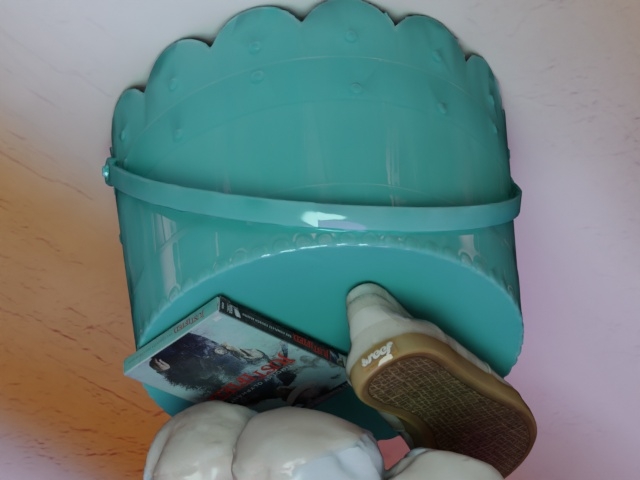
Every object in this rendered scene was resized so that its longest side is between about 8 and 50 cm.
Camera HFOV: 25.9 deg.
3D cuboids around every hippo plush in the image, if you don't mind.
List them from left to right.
[{"bbox_3d":[-0.012,0.243,0.824,0.234,0.236,0.294,13,161,15],"label":"hippo plush"}]

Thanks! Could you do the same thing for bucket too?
[{"bbox_3d":[0.000,0.000,0.900,0.281,0.183,0.281,-4,144,-3],"label":"bucket"}]

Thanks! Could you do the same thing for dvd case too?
[{"bbox_3d":[-0.045,0.077,0.833,0.087,0.013,0.119,-33,136,32],"label":"dvd case"}]

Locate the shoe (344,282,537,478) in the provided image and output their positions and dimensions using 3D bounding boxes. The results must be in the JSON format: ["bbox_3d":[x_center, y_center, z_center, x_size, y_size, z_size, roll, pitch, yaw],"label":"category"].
[{"bbox_3d":[0.072,0.092,0.842,0.077,0.058,0.219,-35,142,5],"label":"shoe"}]
